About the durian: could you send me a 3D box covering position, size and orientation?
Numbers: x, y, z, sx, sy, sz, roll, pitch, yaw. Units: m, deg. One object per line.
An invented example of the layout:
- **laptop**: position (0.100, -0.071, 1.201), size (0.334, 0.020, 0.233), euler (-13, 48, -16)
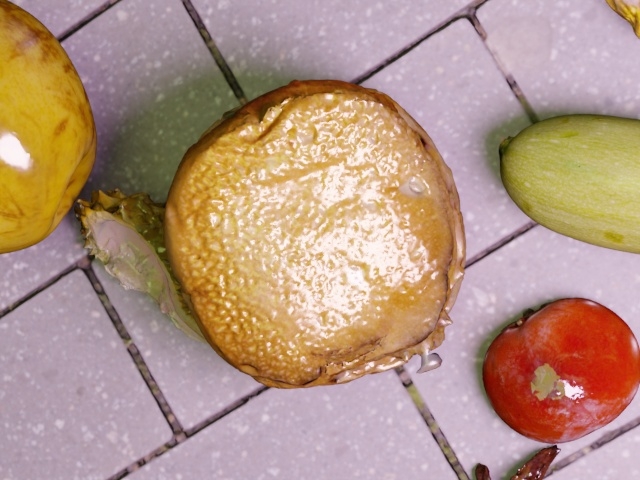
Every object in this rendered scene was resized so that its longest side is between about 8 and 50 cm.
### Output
- **durian**: position (-0.157, 0.022, 1.648), size (0.224, 0.078, 0.140), euler (46, 146, -1)

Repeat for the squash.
- **squash**: position (0.289, -0.052, 1.502), size (0.247, 0.132, 0.133), euler (9, 93, 18)

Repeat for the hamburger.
- **hamburger**: position (0.000, 0.000, 1.541), size (0.289, 0.170, 0.314), euler (-21, 98, 1)

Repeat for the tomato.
- **tomato**: position (0.234, 0.129, 1.536), size (0.159, 0.091, 0.139), euler (-30, 84, 12)

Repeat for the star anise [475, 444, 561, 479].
- **star anise**: position (0.162, 0.278, 1.532), size (0.158, 0.144, 0.140), euler (-16, 71, 17)

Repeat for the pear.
- **pear**: position (-0.365, -0.115, 1.617), size (0.280, 0.281, 0.281), euler (0, 91, 16)

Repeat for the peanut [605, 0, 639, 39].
- **peanut**: position (0.294, -0.284, 1.515), size (0.087, 0.087, 0.207), euler (-31, 81, 14)
